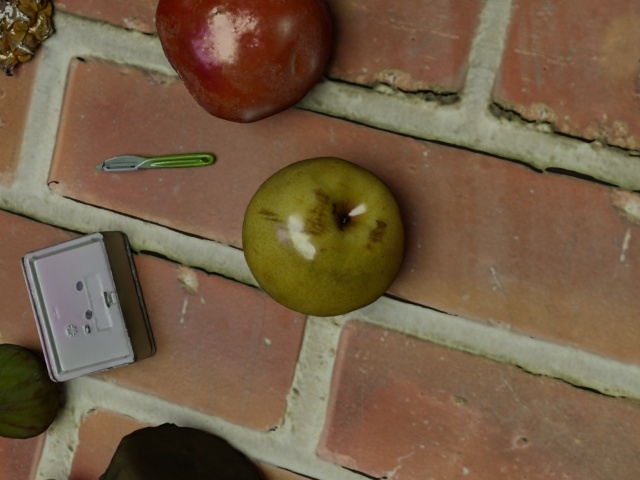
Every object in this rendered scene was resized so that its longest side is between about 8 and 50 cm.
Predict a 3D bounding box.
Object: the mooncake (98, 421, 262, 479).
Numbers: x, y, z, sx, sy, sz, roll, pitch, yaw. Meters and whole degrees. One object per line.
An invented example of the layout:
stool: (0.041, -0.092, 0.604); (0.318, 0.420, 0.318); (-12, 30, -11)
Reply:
mooncake: (-0.192, 0.354, 1.697); (0.228, 0.228, 0.124); (36, 112, 16)

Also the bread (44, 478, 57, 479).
bread: (-0.383, 0.451, 1.806); (0.197, 0.197, 0.170); (49, 122, 12)

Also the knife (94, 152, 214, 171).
knife: (-0.233, -0.111, 1.787); (0.184, 0.026, 0.022); (-2, 133, 20)

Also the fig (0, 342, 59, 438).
fig: (-0.467, 0.231, 1.784); (0.149, 0.245, 0.149); (2, 98, 15)

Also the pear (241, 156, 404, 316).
pear: (0.000, 0.000, 1.612); (0.209, 0.209, 0.209); (2, 94, 22)

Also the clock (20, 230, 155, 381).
clock: (-0.333, 0.093, 1.813); (0.147, 0.071, 0.192); (-16, 88, 22)

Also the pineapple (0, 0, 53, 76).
pineapple: (-0.484, -0.344, 1.842); (0.225, 0.076, 0.225); (2, 94, 24)

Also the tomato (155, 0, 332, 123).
tomato: (-0.098, -0.269, 1.633); (0.232, 0.188, 0.232); (2, 96, 19)
